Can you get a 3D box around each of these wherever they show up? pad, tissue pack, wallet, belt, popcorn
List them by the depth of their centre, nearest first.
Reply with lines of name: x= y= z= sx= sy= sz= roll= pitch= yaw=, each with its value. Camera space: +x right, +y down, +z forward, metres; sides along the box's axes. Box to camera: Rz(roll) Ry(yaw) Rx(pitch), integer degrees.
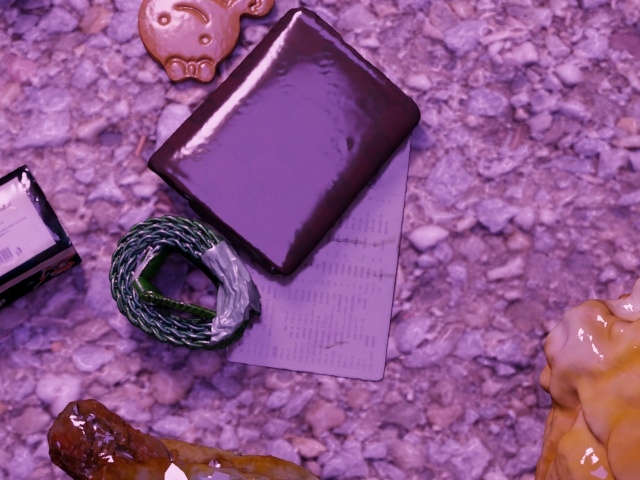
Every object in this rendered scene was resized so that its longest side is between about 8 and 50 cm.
popcorn: x=0.371 y=0.192 z=1.602 sx=0.344 sy=0.354 sz=0.390 roll=2 pitch=77 yaw=-20
tissue pack: x=-0.329 y=0.016 z=1.749 sx=0.170 sy=0.090 sz=0.103 roll=-30 pitch=81 yaw=-9
belt: x=-0.131 y=0.043 z=1.752 sx=0.151 sy=0.079 sz=0.121 roll=34 pitch=83 yaw=7
wallet: x=-0.032 y=-0.100 z=1.792 sx=0.182 sy=0.049 sz=0.229 roll=40 pitch=80 yaw=5
pad: x=0.000 y=0.000 z=1.802 sx=0.159 sy=0.009 sz=0.265 roll=7 pitch=79 yaw=-1

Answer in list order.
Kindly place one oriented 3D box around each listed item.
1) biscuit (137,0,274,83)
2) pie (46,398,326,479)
biscuit: x=-0.119 y=-0.253 z=1.841 sx=0.133 sy=0.027 sz=0.184 roll=39 pitch=80 yaw=5
pie: x=-0.132 y=0.388 z=1.643 sx=0.395 sy=0.180 sz=0.418 roll=20 pitch=90 yaw=6
